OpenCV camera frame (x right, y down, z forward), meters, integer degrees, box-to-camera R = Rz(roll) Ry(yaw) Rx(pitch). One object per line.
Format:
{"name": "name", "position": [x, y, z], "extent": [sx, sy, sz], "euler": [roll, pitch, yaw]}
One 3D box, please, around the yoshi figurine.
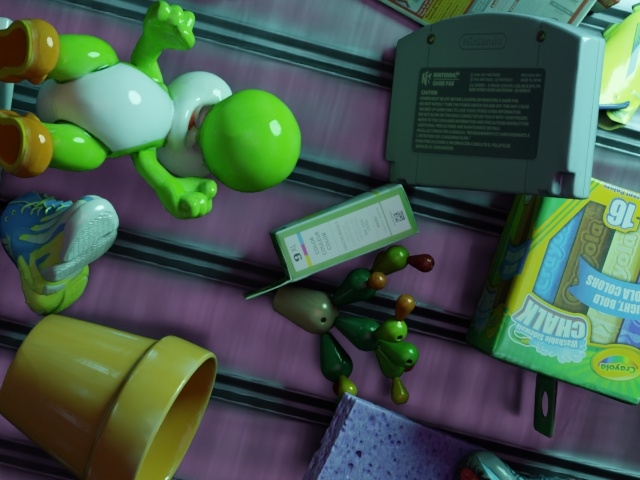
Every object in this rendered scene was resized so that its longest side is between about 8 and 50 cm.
{"name": "yoshi figurine", "position": [-0.163, -0.129, 1.808], "extent": [0.362, 0.203, 0.203], "euler": [6, 135, -40]}

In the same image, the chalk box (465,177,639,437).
{"name": "chalk box", "position": [0.280, 0.077, 1.931], "extent": [0.179, 0.180, 0.289], "euler": [20, 89, -6]}

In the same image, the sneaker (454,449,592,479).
{"name": "sneaker", "position": [0.266, 0.319, 1.987], "extent": [0.262, 0.104, 0.125], "euler": [43, 59, -13]}

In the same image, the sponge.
{"name": "sponge", "position": [0.090, 0.261, 1.955], "extent": [0.210, 0.031, 0.117], "euler": [25, 91, -30]}

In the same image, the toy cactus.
{"name": "toy cactus", "position": [0.036, 0.091, 1.953], "extent": [0.180, 0.112, 0.219], "euler": [22, 117, 17]}

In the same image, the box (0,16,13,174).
{"name": "box", "position": [-0.462, -0.084, 1.861], "extent": [0.215, 0.168, 0.345], "euler": [9, 92, -5]}

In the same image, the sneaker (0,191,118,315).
{"name": "sneaker", "position": [-0.300, -0.011, 1.860], "extent": [0.091, 0.240, 0.126], "euler": [-29, 77, -34]}

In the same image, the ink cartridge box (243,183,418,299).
{"name": "ink cartridge box", "position": [0.000, 0.000, 1.937], "extent": [0.209, 0.109, 0.062], "euler": [-22, 93, -4]}

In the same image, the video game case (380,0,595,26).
{"name": "video game case", "position": [0.167, -0.314, 1.918], "extent": [0.285, 0.025, 0.204], "euler": [28, 134, -6]}

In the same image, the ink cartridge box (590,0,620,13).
{"name": "ink cartridge box", "position": [0.285, -0.322, 1.958], "extent": [0.135, 0.099, 0.056], "euler": [29, 87, -6]}

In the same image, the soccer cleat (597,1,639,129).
{"name": "soccer cleat", "position": [0.339, -0.181, 1.944], "extent": [0.289, 0.093, 0.121], "euler": [-30, 58, -11]}

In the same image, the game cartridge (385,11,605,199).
{"name": "game cartridge", "position": [0.189, -0.150, 1.875], "extent": [0.062, 0.297, 0.198], "euler": [10, 89, -38]}

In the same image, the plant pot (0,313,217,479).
{"name": "plant pot", "position": [-0.244, 0.178, 1.888], "extent": [0.188, 0.205, 0.205], "euler": [25, 89, 10]}
